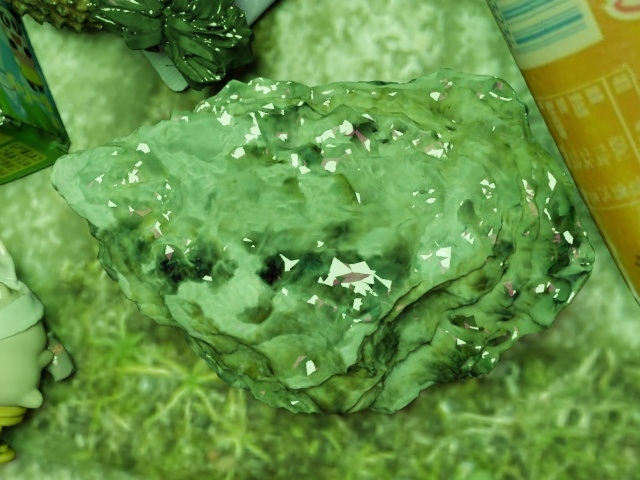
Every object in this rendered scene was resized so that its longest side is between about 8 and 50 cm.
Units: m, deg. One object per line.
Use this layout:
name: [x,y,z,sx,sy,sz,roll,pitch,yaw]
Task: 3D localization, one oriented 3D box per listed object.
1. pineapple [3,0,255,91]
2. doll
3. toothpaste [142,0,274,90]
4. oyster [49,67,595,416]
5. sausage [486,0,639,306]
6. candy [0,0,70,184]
pineapple: [-0.110,-0.137,0.629,0.159,0.074,0.074,27,87,17]
doll: [-0.181,0.061,0.632,0.084,0.073,0.127,8,88,-26]
toothpaste: [0.017,-0.251,0.642,0.371,0.080,0.125,-39,80,7]
oyster: [0.000,0.000,0.592,0.268,0.112,0.198,-18,81,7]
sausage: [0.164,-0.062,0.559,0.093,0.093,0.312,-28,100,3]
candy: [-0.219,-0.134,0.641,0.062,0.097,0.194,-24,80,6]
